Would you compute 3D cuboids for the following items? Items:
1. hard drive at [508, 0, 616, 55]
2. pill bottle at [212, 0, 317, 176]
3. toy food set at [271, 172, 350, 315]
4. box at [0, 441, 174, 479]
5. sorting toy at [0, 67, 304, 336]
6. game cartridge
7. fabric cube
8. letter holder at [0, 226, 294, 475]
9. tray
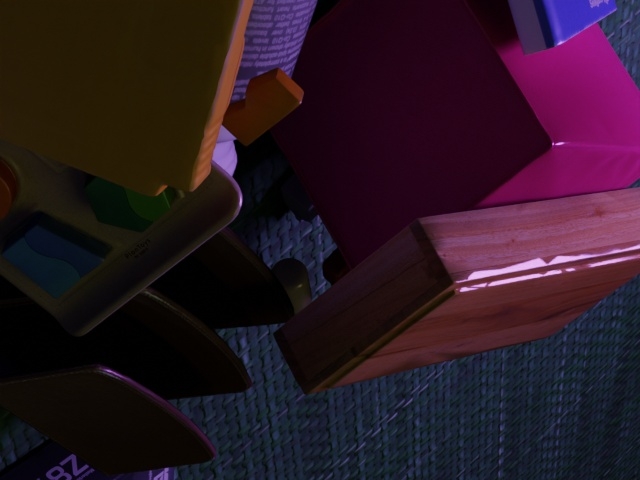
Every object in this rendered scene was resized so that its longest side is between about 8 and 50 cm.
[{"bbox_3d":[0.188,-0.345,1.805,0.210,0.040,0.318,-34,109,-62],"label":"hard drive"},{"bbox_3d":[-0.106,-0.208,1.565,0.210,0.210,0.363,-15,133,-51],"label":"pill bottle"},{"bbox_3d":[0.000,0.000,2.072,0.232,0.111,0.104,-48,164,-14],"label":"toy food set"},{"bbox_3d":[-0.297,0.392,2.044,0.318,0.097,0.395,-35,146,-38],"label":"box"},{"bbox_3d":[-0.175,-0.069,1.506,0.307,0.229,0.041,-37,-159,28],"label":"sorting toy"},{"bbox_3d":[-0.180,-0.212,1.382,0.052,0.285,0.323,-56,165,-57],"label":"game cartridge"},{"bbox_3d":[0.134,-0.120,1.909,0.259,0.254,0.258,-38,162,30],"label":"fabric cube"},{"bbox_3d":[-0.151,0.094,1.765,0.302,0.214,0.152,52,34,-63],"label":"letter holder"},{"bbox_3d":[0.163,0.044,1.874,0.203,0.076,0.411,-39,162,35],"label":"tray"}]
